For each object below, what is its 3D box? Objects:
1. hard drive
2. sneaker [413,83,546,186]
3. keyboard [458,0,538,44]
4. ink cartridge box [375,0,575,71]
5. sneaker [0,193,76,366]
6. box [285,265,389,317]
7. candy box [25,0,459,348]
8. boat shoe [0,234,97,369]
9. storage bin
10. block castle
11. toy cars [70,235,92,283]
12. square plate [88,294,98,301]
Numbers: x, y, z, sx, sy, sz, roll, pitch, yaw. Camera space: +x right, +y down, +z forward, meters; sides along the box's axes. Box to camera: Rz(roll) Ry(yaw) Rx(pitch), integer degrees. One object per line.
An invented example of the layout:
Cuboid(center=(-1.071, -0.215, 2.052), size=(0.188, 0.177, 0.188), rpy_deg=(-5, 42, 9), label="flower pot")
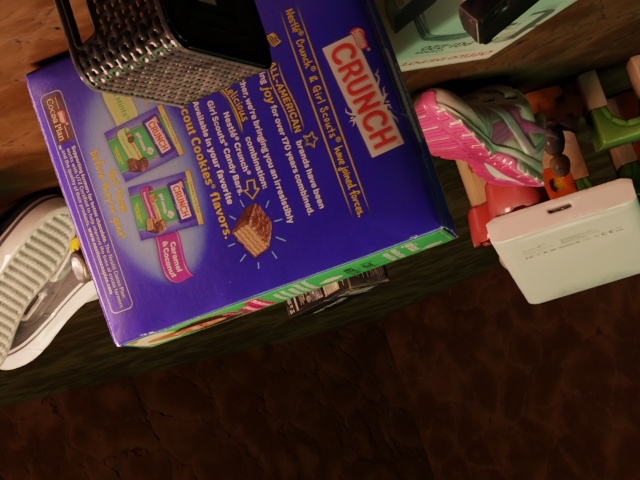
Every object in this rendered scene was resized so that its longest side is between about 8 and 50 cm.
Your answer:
Cuboid(center=(0.360, 0.006, 2.539), size=(0.203, 0.040, 0.307), rpy_deg=(-17, 159, 11), label="hard drive")
Cuboid(center=(0.206, -0.154, 2.331), size=(0.103, 0.111, 0.252), rpy_deg=(2, 165, 38), label="sneaker")
Cuboid(center=(0.238, -0.282, 1.474), size=(0.317, 0.033, 0.201), rpy_deg=(-41, 172, 1), label="keyboard")
Cuboid(center=(0.148, -0.239, 1.676), size=(0.158, 0.092, 0.218), rpy_deg=(-12, 171, -36), label="ink cartridge box")
Cuboid(center=(-0.411, 0.041, 2.190), size=(0.126, 0.127, 0.321), rpy_deg=(-17, 149, -52), label="sneaker")
Cuboid(center=(0.000, 0.000, 2.547), size=(0.077, 0.180, 0.147), rpy_deg=(-9, 167, -40), label="box")
Cuboid(center=(-0.068, -0.077, 1.637), size=(0.317, 0.268, 0.122), rpy_deg=(-20, 175, 10), label="candy box")
Cuboid(center=(-0.366, 0.060, 2.330), size=(0.102, 0.108, 0.301), rpy_deg=(25, 133, -33), label="boat shoe")
Cuboid(center=(-0.121, -0.178, 1.379), size=(0.084, 0.122, 0.180), rpy_deg=(-21, 171, 20), label="storage bin")
Cuboid(center=(0.426, -0.121, 2.590), size=(0.453, 0.213, 0.303), rpy_deg=(-18, 171, -6), label="block castle")
Cuboid(center=(-0.167, -0.039, 1.890), size=(0.176, 0.087, 0.394), rpy_deg=(-7, -162, 9), label="toy cars")
Cuboid(center=(-0.276, 0.023, 2.549), size=(0.344, 0.049, 0.347), rpy_deg=(-19, 171, 0), label="square plate")
